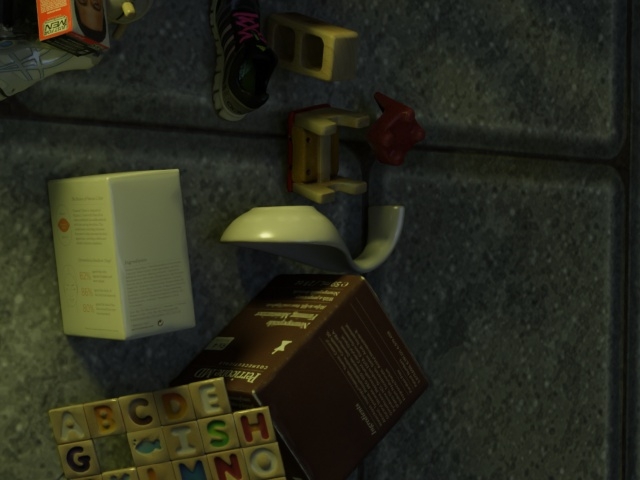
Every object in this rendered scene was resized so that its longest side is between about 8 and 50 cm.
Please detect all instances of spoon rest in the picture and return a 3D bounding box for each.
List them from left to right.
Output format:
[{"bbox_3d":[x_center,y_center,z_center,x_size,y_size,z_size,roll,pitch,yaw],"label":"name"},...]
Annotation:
[{"bbox_3d":[0.000,0.000,1.841,0.276,0.137,0.084,-4,92,-50],"label":"spoon rest"}]

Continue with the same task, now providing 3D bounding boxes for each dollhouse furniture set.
[{"bbox_3d":[0.032,-0.254,1.873,0.201,0.152,0.374,-15,117,-39],"label":"dollhouse furniture set"}]

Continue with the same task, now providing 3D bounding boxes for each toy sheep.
[{"bbox_3d":[-0.216,-0.268,1.666,0.091,0.132,0.091,-15,134,-17],"label":"toy sheep"}]

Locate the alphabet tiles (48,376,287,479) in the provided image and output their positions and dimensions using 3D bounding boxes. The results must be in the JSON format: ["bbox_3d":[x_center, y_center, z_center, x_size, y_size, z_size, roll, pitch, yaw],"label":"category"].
[{"bbox_3d":[-0.155,0.253,1.672,0.009,0.237,0.198,-59,136,-75],"label":"alphabet tiles"}]

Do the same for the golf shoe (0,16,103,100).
[{"bbox_3d":[-0.313,-0.187,1.634,0.176,0.069,0.086,4,114,-41],"label":"golf shoe"}]

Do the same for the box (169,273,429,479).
[{"bbox_3d":[-0.022,0.163,1.787,0.203,0.168,0.167,-45,116,-30],"label":"box"}]

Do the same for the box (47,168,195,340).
[{"bbox_3d":[-0.211,0.014,1.658,0.091,0.130,0.170,-8,96,-38],"label":"box"}]

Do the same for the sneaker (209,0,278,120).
[{"bbox_3d":[-0.083,-0.224,1.797,0.063,0.075,0.170,3,88,-39],"label":"sneaker"}]

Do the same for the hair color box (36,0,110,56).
[{"bbox_3d":[-0.256,-0.266,1.598,0.072,0.043,0.141,16,64,-64],"label":"hair color box"}]
